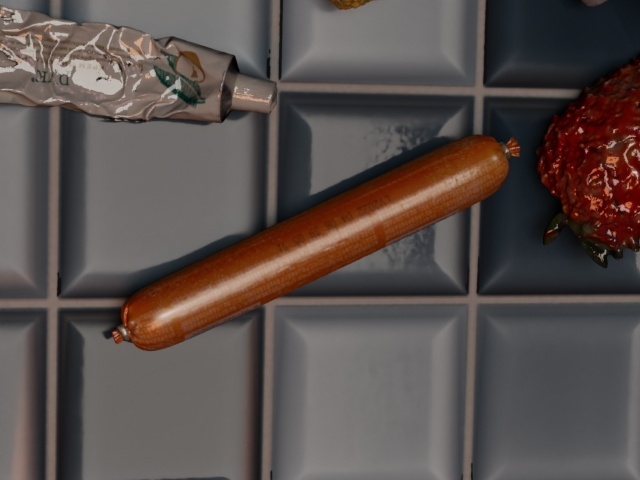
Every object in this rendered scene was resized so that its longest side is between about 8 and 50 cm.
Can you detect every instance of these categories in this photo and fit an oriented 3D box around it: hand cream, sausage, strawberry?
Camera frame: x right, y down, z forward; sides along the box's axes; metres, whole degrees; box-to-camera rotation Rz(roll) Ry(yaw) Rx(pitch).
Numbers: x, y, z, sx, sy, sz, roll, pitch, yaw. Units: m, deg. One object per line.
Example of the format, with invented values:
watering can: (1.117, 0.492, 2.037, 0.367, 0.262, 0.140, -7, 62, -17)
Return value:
hand cream: (-0.158, -0.125, 1.299, 0.257, 0.050, 0.084, 6, 92, -9)
sausage: (0.000, 0.000, 1.348, 0.348, 0.053, 0.053, -25, 101, -10)
strawberry: (0.254, -0.068, 1.394, 0.192, 0.085, 0.140, -27, 99, -12)

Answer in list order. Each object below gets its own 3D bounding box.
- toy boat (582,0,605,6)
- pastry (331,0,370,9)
toy boat: (0.265, -0.345, 1.333, 0.276, 0.111, 0.293, -16, 106, 11)
pastry: (0.028, -0.248, 1.331, 0.080, 0.056, 0.140, -19, 98, -24)
